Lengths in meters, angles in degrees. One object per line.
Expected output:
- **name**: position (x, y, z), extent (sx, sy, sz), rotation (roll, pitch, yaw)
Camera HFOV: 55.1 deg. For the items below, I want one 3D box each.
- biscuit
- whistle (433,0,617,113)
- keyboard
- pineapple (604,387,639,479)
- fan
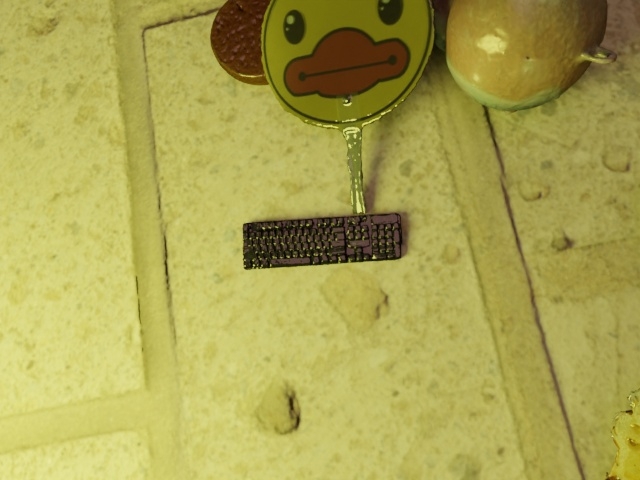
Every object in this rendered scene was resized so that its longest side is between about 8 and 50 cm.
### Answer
- **biscuit**: position (-0.030, -0.280, 0.807), extent (0.236, 0.039, 0.179), rotation (-6, 78, 8)
- **whistle**: position (0.185, -0.263, 0.722), extent (0.189, 0.189, 0.348), rotation (-46, 56, -4)
- **keyboard**: position (0.000, 0.000, 0.740), extent (0.196, 0.018, 0.060), rotation (-4, 77, 9)
- **pineapple**: position (0.331, 0.250, 0.564), extent (0.080, 0.135, 0.233), rotation (9, 53, -17)
- **fan**: position (0.028, -0.198, 0.728), extent (0.230, 0.011, 0.334), rotation (-2, 97, 29)
